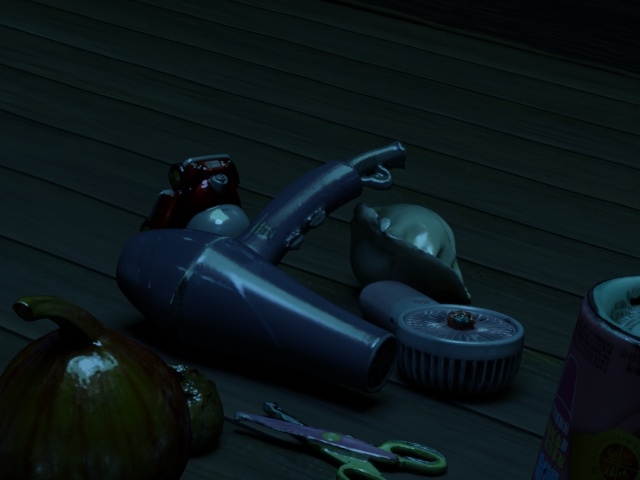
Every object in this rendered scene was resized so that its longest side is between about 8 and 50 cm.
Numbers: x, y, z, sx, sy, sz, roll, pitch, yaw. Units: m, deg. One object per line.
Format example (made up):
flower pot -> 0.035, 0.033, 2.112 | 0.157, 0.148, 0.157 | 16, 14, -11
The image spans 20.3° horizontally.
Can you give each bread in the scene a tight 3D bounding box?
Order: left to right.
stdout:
bread -> -0.130, 0.145, 1.613 | 0.082, 0.060, 0.113 | -13, 26, -42

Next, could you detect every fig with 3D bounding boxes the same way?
fig -> -0.187, 0.124, 1.424 | 0.175, 0.207, 0.175 | 0, 15, 0

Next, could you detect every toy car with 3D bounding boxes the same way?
toy car -> -0.125, -0.018, 2.011 | 0.112, 0.139, 0.112 | -9, 43, -37

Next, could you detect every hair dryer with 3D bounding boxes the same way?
hair dryer -> 0.000, 0.000, 1.849 | 0.301, 0.121, 0.361 | 21, 47, 26

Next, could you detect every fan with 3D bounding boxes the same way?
fan -> 0.113, 0.090, 1.851 | 0.130, 0.074, 0.244 | -4, 17, -27

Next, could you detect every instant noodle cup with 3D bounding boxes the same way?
instant noodle cup -> 0.263, 0.169, 1.386 | 0.244, 0.255, 0.244 | 5, 21, -2

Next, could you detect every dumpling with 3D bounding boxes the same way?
dumpling -> 0.112, 0.024, 2.002 | 0.181, 0.111, 0.155 | 0, 28, -43

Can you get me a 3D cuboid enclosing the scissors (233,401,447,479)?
scissors -> 0.012, 0.184, 1.612 | 0.187, 0.020, 0.133 | 20, 19, 28
